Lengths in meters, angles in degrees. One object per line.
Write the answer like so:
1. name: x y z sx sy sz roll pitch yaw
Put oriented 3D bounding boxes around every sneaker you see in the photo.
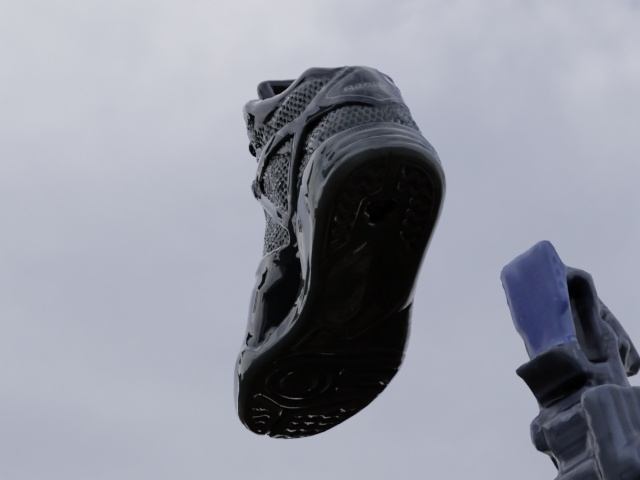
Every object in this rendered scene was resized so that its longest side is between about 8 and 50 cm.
1. sneaker: 0.000 0.000 0.868 0.087 0.130 0.227 1 -47 -15

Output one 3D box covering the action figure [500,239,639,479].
1. action figure: 0.193 0.119 0.548 0.330 0.341 0.178 -3 -29 -33
